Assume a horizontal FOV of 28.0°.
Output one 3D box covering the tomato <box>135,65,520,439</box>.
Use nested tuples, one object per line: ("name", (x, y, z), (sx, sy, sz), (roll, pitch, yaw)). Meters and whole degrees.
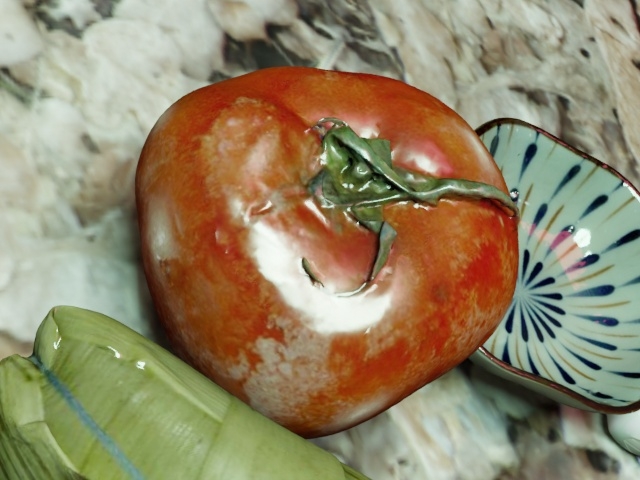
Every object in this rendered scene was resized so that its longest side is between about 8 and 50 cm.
("tomato", (0.000, 0.000, 0.604), (0.187, 0.151, 0.187), (5, 66, -12))

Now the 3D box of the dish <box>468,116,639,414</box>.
("dish", (0.121, 0.025, 0.739), (0.191, 0.066, 0.190), (16, 53, -23))

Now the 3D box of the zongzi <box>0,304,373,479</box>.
("zongzi", (-0.070, 0.178, 0.489), (0.228, 0.115, 0.256), (31, 69, 1))

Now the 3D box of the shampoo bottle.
("shampoo bottle", (0.202, 0.087, 0.779), (0.072, 0.043, 0.099), (16, 52, -25))
